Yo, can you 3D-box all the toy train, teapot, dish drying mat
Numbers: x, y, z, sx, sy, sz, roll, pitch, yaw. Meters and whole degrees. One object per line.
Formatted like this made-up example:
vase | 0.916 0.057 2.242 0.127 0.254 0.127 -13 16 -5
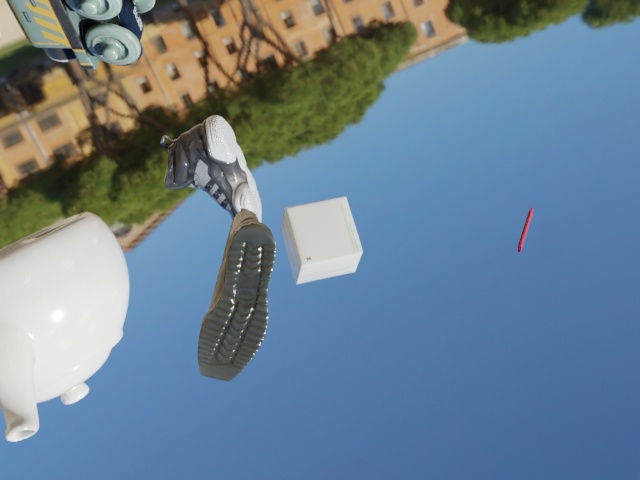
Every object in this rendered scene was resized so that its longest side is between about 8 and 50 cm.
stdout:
toy train | -0.343 -0.356 1.157 0.190 0.334 0.142 4 -117 9
teapot | -0.311 0.094 0.981 0.252 0.187 0.256 -12 -163 49
dish drying mat | 0.384 -0.020 1.647 0.008 0.032 0.083 15 -111 18

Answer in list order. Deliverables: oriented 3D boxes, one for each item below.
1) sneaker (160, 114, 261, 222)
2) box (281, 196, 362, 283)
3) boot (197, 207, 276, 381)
sneaker | -0.219 -0.111 1.750 0.153 0.269 0.101 -14 -153 12
box | 0.000 0.000 1.358 0.102 0.101 0.087 -12 160 -10
boot | -0.102 0.062 1.094 0.077 0.198 0.137 18 -170 -13
